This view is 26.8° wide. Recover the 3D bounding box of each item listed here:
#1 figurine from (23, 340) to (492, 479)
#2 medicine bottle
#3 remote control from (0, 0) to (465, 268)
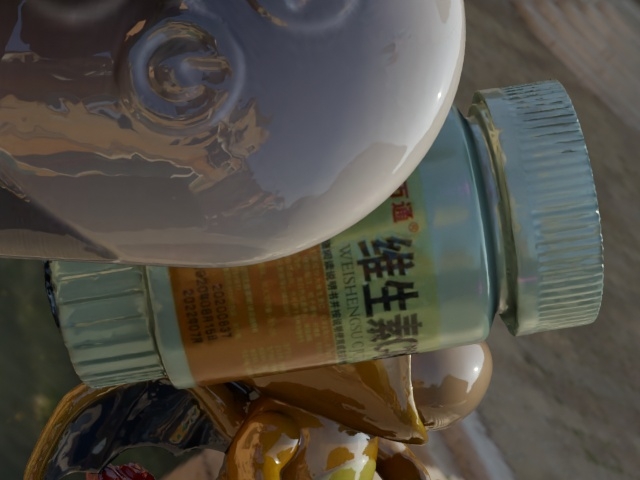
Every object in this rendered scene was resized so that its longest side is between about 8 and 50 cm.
[{"bbox_3d":[-0.031,0.133,1.158,0.401,0.387,0.268,7,11,-35],"label":"figurine"},{"bbox_3d":[0.000,0.000,0.828,0.158,0.318,0.158,172,-90,-89],"label":"medicine bottle"},{"bbox_3d":[-0.103,-0.096,0.584,0.103,0.332,0.221,81,12,-69],"label":"remote control"}]
